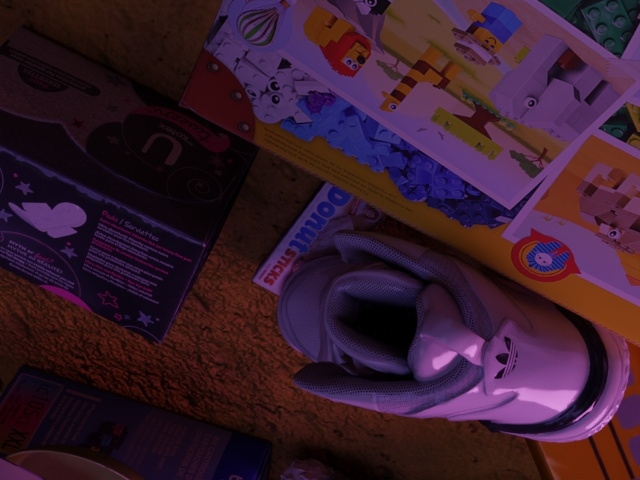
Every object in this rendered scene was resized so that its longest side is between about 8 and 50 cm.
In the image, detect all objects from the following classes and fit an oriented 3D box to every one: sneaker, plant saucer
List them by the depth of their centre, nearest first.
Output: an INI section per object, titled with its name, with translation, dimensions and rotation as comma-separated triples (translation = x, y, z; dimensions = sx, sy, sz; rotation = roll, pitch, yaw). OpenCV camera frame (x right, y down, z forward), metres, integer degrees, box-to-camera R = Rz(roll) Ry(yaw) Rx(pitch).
[sneaker]
translation = 0.043, 0.059, 0.891
dimensions = 0.210, 0.137, 0.365
rotation = 19, 175, -41
[plant saucer]
translation = -0.256, 0.306, 1.238
dimensions = 0.241, 0.037, 0.241
rotation = 10, 129, 13

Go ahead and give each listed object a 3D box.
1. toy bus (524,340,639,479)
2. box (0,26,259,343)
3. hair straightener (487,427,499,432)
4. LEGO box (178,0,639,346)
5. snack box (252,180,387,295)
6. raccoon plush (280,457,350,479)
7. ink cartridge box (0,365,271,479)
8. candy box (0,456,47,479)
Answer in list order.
[toy bus]
translation = 0.247, 0.182, 1.000
dimensions = 0.130, 0.108, 0.333
rotation = -23, 91, 2
[box]
translation = -0.205, -0.054, 0.999
dimensions = 0.247, 0.163, 0.142
rotation = 27, 131, -4
[hair straightener]
translation = 0.272, 0.167, 1.105
dimensions = 0.230, 0.047, 0.089
rotation = -10, 127, 24
[LEGO box]
translation = 0.213, -0.148, 0.725
dimensions = 0.500, 0.193, 0.372
rotation = 27, 135, -4
[snack box]
translation = 0.000, 0.000, 1.066
dimensions = 0.064, 0.022, 0.178
rotation = 30, 135, -9
[raccoon plush]
translation = 0.184, 0.335, 1.189
dimensions = 0.446, 0.216, 0.299
rotation = 30, 127, -6
[ink cartridge box]
translation = -0.215, 0.338, 1.379
dimensions = 0.395, 0.151, 0.270
rotation = 15, 135, 6
[candy box]
translation = -0.359, 0.325, 1.220
dimensions = 0.164, 0.070, 0.196
rotation = 27, 130, -2
